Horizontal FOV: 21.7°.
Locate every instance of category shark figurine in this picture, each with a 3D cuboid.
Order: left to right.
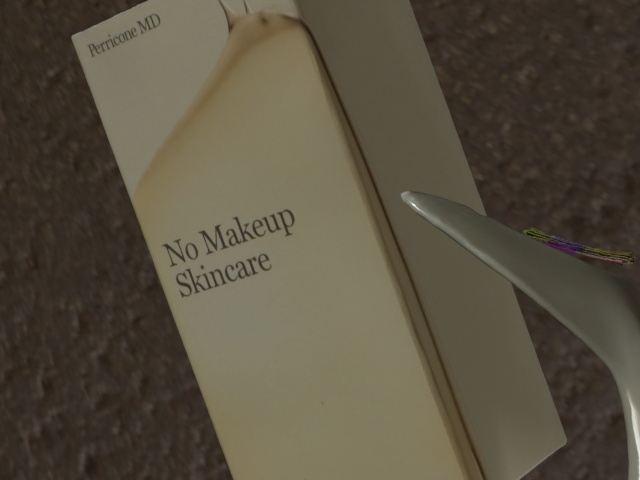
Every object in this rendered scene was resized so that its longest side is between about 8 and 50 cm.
[{"bbox_3d":[0.061,0.137,0.472,0.116,0.166,0.278,0,106,-23],"label":"shark figurine"}]

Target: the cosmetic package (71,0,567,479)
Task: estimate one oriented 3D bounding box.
[{"bbox_3d":[0.000,0.000,0.920,0.113,0.160,0.309,-24,94,-53],"label":"cosmetic package"}]

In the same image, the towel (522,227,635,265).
[{"bbox_3d":[0.188,0.004,1.213,0.083,0.060,0.009,15,96,15],"label":"towel"}]
